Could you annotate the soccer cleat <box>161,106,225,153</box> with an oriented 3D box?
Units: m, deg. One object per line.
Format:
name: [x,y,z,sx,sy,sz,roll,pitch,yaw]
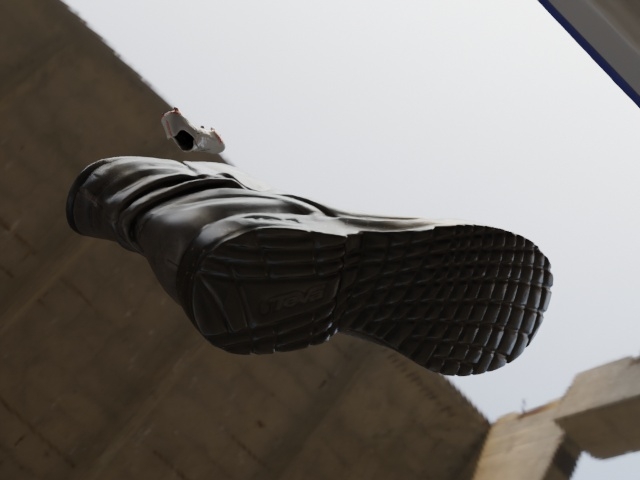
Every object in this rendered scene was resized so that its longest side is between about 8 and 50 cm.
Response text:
soccer cleat: [-0.119,-0.095,1.000,0.083,0.029,0.036,32,-141,-51]

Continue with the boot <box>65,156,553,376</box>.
boot: [0.000,0.000,0.800,0.338,0.222,0.118,13,-78,-37]

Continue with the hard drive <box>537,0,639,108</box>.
hard drive: [0.274,-0.126,0.699,0.210,0.040,0.319,-20,-118,-35]
